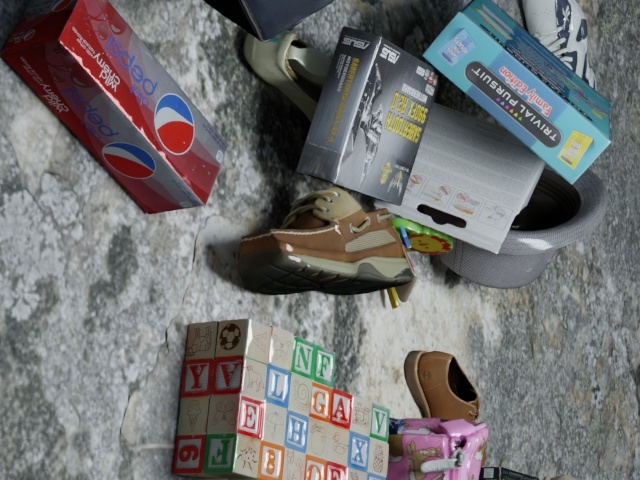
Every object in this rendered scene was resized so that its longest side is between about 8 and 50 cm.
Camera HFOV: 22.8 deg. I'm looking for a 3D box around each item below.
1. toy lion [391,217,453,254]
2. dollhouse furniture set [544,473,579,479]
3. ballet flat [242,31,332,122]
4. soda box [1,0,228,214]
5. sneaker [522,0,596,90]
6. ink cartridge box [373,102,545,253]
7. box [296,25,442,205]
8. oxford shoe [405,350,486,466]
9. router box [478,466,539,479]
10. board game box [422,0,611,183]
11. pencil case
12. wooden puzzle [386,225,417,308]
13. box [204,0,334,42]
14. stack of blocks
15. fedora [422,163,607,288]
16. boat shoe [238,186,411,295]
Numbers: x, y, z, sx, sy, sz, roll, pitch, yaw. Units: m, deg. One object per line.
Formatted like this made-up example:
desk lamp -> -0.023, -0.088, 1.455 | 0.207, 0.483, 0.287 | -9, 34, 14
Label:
toy lion -> 0.122, -0.005, 2.085 | 0.100, 0.096, 0.034 | 35, 57, -47
dollhouse furniture set -> 0.384, 0.474, 2.415 | 0.161, 0.101, 0.182 | 28, 60, -22
ballet flat -> 0.002, -0.192, 1.958 | 0.248, 0.086, 0.086 | 29, 61, -50
soda box -> -0.208, -0.143, 1.645 | 0.263, 0.083, 0.092 | 50, 46, -37
sneaker -> 0.364, -0.279, 2.480 | 0.153, 0.094, 0.235 | -63, 144, -50
ink cartridge box -> 0.189, -0.075, 2.126 | 0.056, 0.181, 0.225 | 98, 17, -50
box -> 0.065, -0.148, 1.948 | 0.231, 0.056, 0.183 | 16, 92, -66
oxford shoe -> 0.188, 0.238, 2.159 | 0.212, 0.076, 0.076 | 62, 38, -30
router box -> 0.271, 0.380, 2.284 | 0.122, 0.038, 0.092 | 25, 64, -51
board game box -> 0.273, -0.215, 2.146 | 0.254, 0.079, 0.336 | 41, 17, -1
pencil case -> 0.133, 0.414, 1.966 | 0.167, 0.160, 0.386 | 22, 67, -68
wooden puzzle -> 0.103, 0.035, 2.054 | 0.014, 0.116, 0.079 | -13, 66, -21
box -> -0.001, -0.543, 1.637 | 0.471, 0.297, 0.480 | -31, 117, -8
stack of blocks -> -0.035, 0.209, 1.829 | 0.297, 0.087, 0.171 | 27, 63, -50
fedora -> 0.262, -0.021, 2.216 | 0.275, 0.243, 0.124 | -33, 140, -46
boat shoe -> 0.000, 0.000, 1.905 | 0.324, 0.122, 0.120 | 7, 73, -63
